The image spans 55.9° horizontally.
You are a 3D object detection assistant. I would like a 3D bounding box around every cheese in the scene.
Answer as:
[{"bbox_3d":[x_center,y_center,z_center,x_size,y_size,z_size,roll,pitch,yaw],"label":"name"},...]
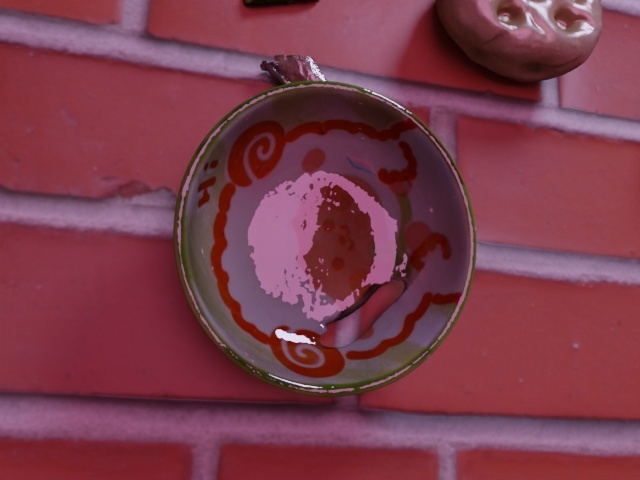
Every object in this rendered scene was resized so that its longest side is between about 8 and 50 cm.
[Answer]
[{"bbox_3d":[0.270,-0.315,0.805,0.235,0.117,0.218,-24,87,-15],"label":"cheese"}]

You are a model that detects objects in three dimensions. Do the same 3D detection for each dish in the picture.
[{"bbox_3d":[0.000,0.000,0.669,0.324,0.124,0.324,2,84,-16],"label":"dish"}]

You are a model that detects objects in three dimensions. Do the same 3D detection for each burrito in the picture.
[{"bbox_3d":[-0.007,-0.177,0.744,0.055,0.041,0.149,-41,89,-5],"label":"burrito"}]

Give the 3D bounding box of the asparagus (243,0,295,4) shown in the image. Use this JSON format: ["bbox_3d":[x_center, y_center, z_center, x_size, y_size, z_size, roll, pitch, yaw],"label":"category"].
[{"bbox_3d":[-0.046,-0.318,0.776,0.108,0.021,0.025,-10,79,-16],"label":"asparagus"}]
